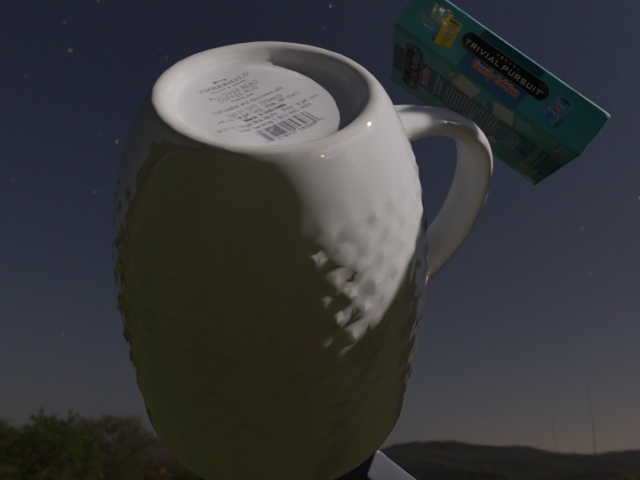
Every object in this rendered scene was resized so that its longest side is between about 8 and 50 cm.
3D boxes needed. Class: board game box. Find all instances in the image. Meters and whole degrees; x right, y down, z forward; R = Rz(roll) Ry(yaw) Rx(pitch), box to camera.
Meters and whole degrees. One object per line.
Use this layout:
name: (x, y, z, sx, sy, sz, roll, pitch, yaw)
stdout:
board game box: (0.274, -0.242, 1.015, 0.336, 0.079, 0.254, 39, -1, 7)

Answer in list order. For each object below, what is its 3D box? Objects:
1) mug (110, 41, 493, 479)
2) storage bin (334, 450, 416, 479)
mug: (0.000, 0.000, 0.557, 0.374, 0.276, 0.328, -20, -44, -22)
storage bin: (0.104, 0.423, 1.092, 0.135, 0.098, 0.091, 42, -40, -15)
